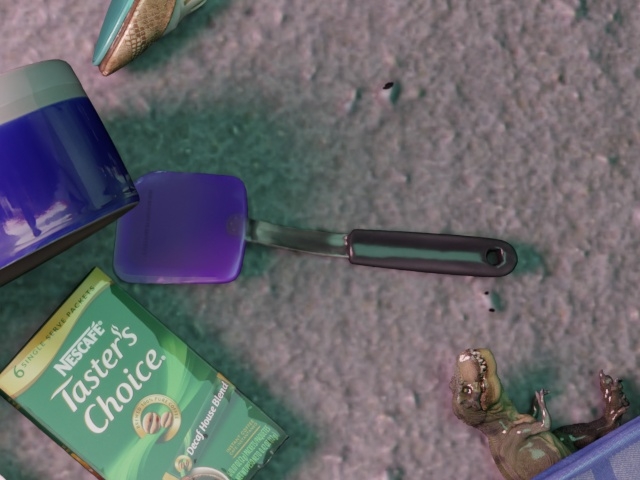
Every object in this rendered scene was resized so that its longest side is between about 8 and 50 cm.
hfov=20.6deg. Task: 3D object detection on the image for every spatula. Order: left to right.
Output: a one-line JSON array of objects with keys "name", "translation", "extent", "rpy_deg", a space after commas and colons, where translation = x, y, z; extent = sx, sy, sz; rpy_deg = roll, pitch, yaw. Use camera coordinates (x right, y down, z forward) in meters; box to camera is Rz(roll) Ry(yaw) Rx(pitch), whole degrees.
[{"name": "spatula", "translation": [0.000, 0.000, 1.289], "extent": [0.296, 0.030, 0.084], "rpy_deg": [5, 79, -11]}]

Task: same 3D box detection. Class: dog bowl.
[{"name": "dog bowl", "translation": [-0.251, -0.007, 1.118], "extent": [0.265, 0.265, 0.104], "rpy_deg": [-30, 92, -14]}]

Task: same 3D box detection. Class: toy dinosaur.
[{"name": "toy dinosaur", "translation": [0.197, 0.172, 1.294], "extent": [0.118, 0.064, 0.268], "rpy_deg": [-35, 95, -11]}]

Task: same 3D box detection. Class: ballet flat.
[{"name": "ballet flat", "translation": [-0.105, -0.208, 1.281], "extent": [0.067, 0.073, 0.206], "rpy_deg": [21, 82, -23]}]

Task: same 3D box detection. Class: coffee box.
[{"name": "coffee box", "translation": [-0.127, 0.119, 1.240], "extent": [0.184, 0.040, 0.113], "rpy_deg": [43, 76, -3]}]

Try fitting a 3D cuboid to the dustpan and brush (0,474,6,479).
[{"name": "dustpan and brush", "translation": [-0.249, 0.176, 1.190], "extent": [0.147, 0.060, 0.211], "rpy_deg": [0, 71, 4]}]

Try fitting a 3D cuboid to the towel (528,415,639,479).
[{"name": "towel", "translation": [0.255, 0.259, 1.265], "extent": [0.209, 0.034, 0.285], "rpy_deg": [-29, 105, -13]}]
